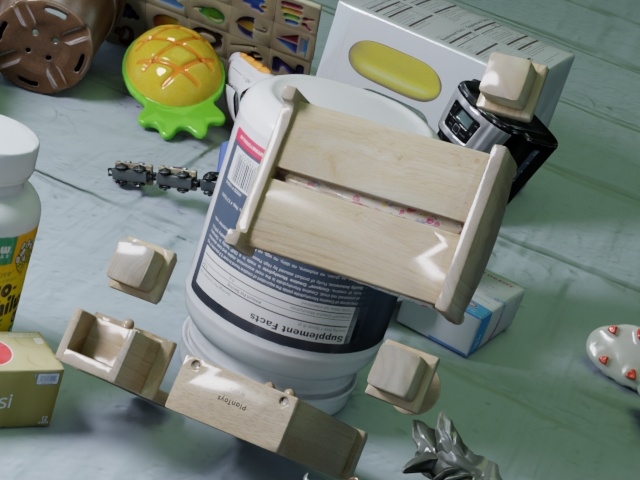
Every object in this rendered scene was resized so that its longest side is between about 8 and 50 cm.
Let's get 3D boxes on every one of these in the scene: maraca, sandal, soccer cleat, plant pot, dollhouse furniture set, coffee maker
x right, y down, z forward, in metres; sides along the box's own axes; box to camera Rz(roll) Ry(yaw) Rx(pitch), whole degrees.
[{"bbox_3d":[-0.178,-0.193,2.098,0.127,0.099,0.186,-4,51,-10],"label":"maraca"},{"bbox_3d":[-0.069,-0.159,2.093,0.102,0.076,0.265,51,-8,-29],"label":"sandal"},{"bbox_3d":[0.378,0.141,1.818,0.196,0.068,0.076,14,-15,17],"label":"soccer cleat"},{"bbox_3d":[-0.331,-0.271,2.091,0.167,0.167,0.165,15,32,-8],"label":"plant pot"},{"bbox_3d":[0.000,0.000,1.417,0.303,0.356,0.174,19,-9,22],"label":"dollhouse furniture set"},{"bbox_3d":[0.154,-0.074,1.797,0.120,0.178,0.171,42,21,10],"label":"coffee maker"}]

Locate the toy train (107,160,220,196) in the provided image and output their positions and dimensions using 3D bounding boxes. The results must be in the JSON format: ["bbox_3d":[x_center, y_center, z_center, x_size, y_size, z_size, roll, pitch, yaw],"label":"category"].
[{"bbox_3d":[-0.158,-0.069,1.866,0.158,0.027,0.036,7,22,19],"label":"toy train"}]

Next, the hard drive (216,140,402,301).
[{"bbox_3d":[-0.014,-0.028,1.869,0.210,0.040,0.319,4,24,-2],"label":"hard drive"}]

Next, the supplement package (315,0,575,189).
[{"bbox_3d":[0.147,-0.182,2.174,0.262,0.199,0.198,26,25,17],"label":"supplement package"}]

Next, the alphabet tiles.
[{"bbox_3d":[-0.167,-0.303,2.168,0.342,0.285,0.011,20,60,5],"label":"alphabet tiles"}]

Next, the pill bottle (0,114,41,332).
[{"bbox_3d":[-0.299,0.001,1.427,0.117,0.208,0.117,16,23,-7],"label":"pill bottle"}]

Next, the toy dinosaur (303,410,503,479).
[{"bbox_3d":[0.047,0.265,1.240,0.322,0.164,0.218,43,44,10],"label":"toy dinosaur"}]

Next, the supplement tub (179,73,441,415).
[{"bbox_3d":[-0.013,0.005,1.548,0.191,0.272,0.191,16,23,-7],"label":"supplement tub"}]

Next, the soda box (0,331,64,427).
[{"bbox_3d":[-0.303,0.112,1.370,0.181,0.058,0.061,2,28,-34],"label":"soda box"}]

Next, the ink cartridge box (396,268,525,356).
[{"bbox_3d":[0.150,0.068,1.811,0.088,0.052,0.122,27,26,21],"label":"ink cartridge box"}]

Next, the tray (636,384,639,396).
[{"bbox_3d":[0.453,0.221,1.722,0.270,0.030,0.145,14,23,-9],"label":"tray"}]
